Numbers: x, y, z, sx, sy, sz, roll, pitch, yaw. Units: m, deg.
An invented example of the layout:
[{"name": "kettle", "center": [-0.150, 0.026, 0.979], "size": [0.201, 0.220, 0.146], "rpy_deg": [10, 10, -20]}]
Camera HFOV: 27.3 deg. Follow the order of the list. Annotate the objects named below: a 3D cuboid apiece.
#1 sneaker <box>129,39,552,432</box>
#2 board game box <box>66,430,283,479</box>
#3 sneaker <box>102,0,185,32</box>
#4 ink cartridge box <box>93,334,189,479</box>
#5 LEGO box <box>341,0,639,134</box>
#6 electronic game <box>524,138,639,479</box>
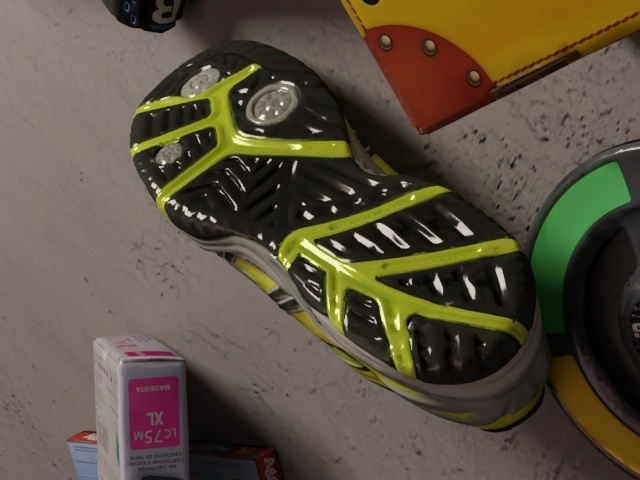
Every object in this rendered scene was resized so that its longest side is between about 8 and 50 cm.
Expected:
[{"name": "sneaker", "center": [0.000, 0.000, 0.879], "size": [0.384, 0.145, 0.147], "rpy_deg": [46, 170, 40]}, {"name": "board game box", "center": [-0.125, 0.252, 1.207], "size": [0.281, 0.027, 0.145], "rpy_deg": [-4, 104, 46]}, {"name": "sneaker", "center": [-0.095, -0.197, 0.943], "size": [0.217, 0.079, 0.121], "rpy_deg": [35, 133, 40]}, {"name": "ink cartridge box", "center": [-0.147, 0.241, 1.091], "size": [0.186, 0.065, 0.311], "rpy_deg": [-173, 83, -75]}, {"name": "LEGO box", "center": [0.091, -0.345, 0.540], "size": [0.372, 0.193, 0.500], "rpy_deg": [-22, 101, 47]}, {"name": "electronic game", "center": [0.214, 0.051, 0.762], "size": [0.229, 0.048, 0.229], "rpy_deg": [21, 122, 38]}]
